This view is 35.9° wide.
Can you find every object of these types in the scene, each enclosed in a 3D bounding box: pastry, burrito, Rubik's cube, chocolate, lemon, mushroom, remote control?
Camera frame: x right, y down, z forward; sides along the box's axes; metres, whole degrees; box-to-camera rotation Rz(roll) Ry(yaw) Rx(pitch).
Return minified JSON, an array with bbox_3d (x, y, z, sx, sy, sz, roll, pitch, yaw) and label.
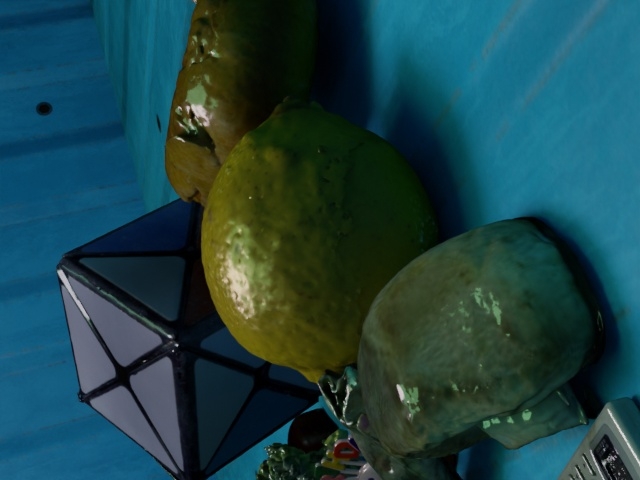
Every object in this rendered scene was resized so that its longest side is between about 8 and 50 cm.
[{"bbox_3d":[-0.098,-0.199,1.238,0.356,0.164,0.356,-170,90,-84],"label":"pastry"},{"bbox_3d":[0.092,0.235,1.046,0.096,0.066,0.309,12,145,43],"label":"burrito"},{"bbox_3d":[-0.185,0.144,1.531,0.307,0.305,0.310,29,133,34],"label":"Rubik's cube"},{"bbox_3d":[-0.014,0.346,1.641,0.149,0.080,0.125,121,134,-69],"label":"chocolate"},{"bbox_3d":[0.000,0.000,1.047,0.253,0.253,0.310,177,85,-73],"label":"lemon"},{"bbox_3d":[0.117,0.095,0.867,0.267,0.164,0.189,135,120,-71],"label":"mushroom"},{"bbox_3d":[0.233,0.209,0.805,0.190,0.029,0.087,99,154,-52],"label":"remote control"}]

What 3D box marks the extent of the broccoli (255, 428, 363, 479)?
[{"bbox_3d":[0.034,0.394,1.396,0.245,0.248,0.288,-56,-29,-51],"label":"broccoli"}]

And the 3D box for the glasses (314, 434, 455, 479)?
[{"bbox_3d":[0.065,0.280,1.188,0.095,0.162,0.255,-115,21,-46],"label":"glasses"}]

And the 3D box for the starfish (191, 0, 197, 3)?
[{"bbox_3d":[-0.180,-0.417,1.628,0.146,0.074,0.190,137,119,-70],"label":"starfish"}]
